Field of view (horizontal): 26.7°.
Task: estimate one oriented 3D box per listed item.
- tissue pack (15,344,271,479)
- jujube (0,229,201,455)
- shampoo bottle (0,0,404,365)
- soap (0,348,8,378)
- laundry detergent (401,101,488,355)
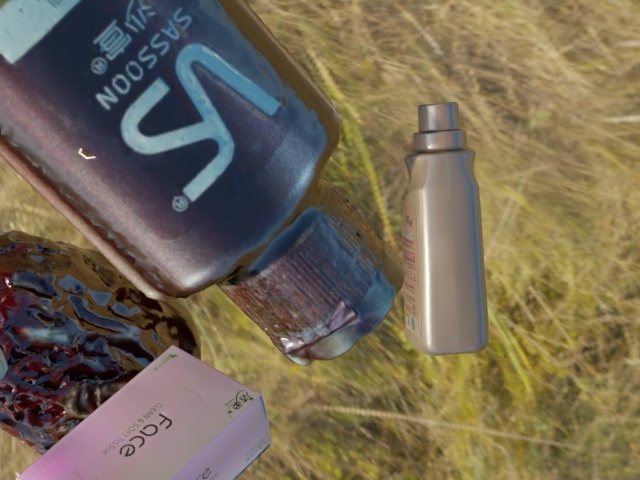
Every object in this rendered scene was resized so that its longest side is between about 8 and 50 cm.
[{"bbox_3d":[-0.191,0.240,1.470,0.246,0.148,0.092,-42,140,-33],"label":"tissue pack"},{"bbox_3d":[-0.303,0.132,1.625,0.258,0.258,0.376,-52,137,-1],"label":"jujube"},{"bbox_3d":[-0.087,-0.073,0.574,0.129,0.084,0.323,-48,115,-13],"label":"shampoo bottle"},{"bbox_3d":[-0.399,0.042,1.131,0.115,0.347,0.208,-30,80,0],"label":"soap"},{"bbox_3d":[0.114,-0.014,1.320,0.076,0.171,0.237,-5,94,-4],"label":"laundry detergent"}]
